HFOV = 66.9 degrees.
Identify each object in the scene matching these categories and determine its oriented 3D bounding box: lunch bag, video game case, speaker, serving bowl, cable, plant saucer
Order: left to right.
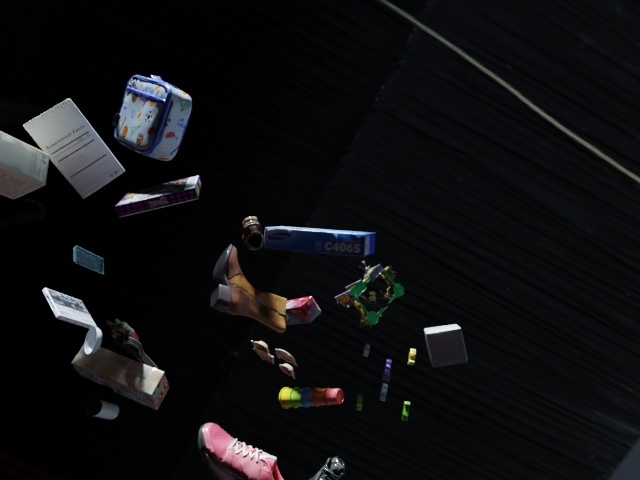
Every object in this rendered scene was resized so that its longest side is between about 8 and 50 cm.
[{"bbox_3d":[-1.012,0.278,1.957,0.022,0.173,0.190,-47,-32,-2],"label":"video game case"},{"bbox_3d":[-0.873,0.077,1.828,0.192,0.018,0.067,70,-170,-73],"label":"plant saucer"},{"bbox_3d":[-0.684,0.304,1.471,0.083,0.027,0.084,-19,62,40],"label":"serving bowl"},{"bbox_3d":[-0.744,0.580,1.660,0.136,0.055,0.055,82,-149,-65],"label":"speaker"},{"bbox_3d":[-0.632,0.379,1.705,0.072,0.139,0.287,-60,-39,-29],"label":"cable"},{"bbox_3d":[-0.535,-0.395,1.526,0.114,0.303,0.243,9,-75,-49],"label":"lunch bag"},{"bbox_3d":[-0.484,-0.139,1.481,0.210,0.231,0.042,-120,17,-70],"label":"video game case"}]

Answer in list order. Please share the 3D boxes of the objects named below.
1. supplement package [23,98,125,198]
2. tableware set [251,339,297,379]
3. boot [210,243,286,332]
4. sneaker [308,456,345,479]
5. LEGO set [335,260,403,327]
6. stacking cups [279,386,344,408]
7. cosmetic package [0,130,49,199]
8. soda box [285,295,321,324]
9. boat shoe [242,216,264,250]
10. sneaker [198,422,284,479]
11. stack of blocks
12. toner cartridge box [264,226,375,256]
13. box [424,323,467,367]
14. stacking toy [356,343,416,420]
[{"bbox_3d":[-0.860,-0.320,1.702,0.175,0.293,0.177,-39,25,-16],"label":"supplement package"},{"bbox_3d":[-0.138,0.352,1.456,0.020,0.168,0.141,-55,-28,-32],"label":"tableware set"},{"bbox_3d":[-0.228,0.162,1.681,0.096,0.280,0.264,-45,34,32],"label":"boot"},{"bbox_3d":[0.011,0.880,1.788,0.227,0.087,0.130,-22,-37,-45],"label":"sneaker"},{"bbox_3d":[0.234,0.277,2.424,0.331,0.255,0.192,-49,7,-30],"label":"LEGO set"},{"bbox_3d":[-0.036,0.699,2.151,0.316,0.096,0.096,-12,38,35],"label":"stacking cups"},{"bbox_3d":[-0.947,-0.236,1.343,0.309,0.160,0.113,35,-136,-57],"label":"cosmetic package"},{"bbox_3d":[-0.108,0.321,2.195,0.083,0.092,0.263,-37,10,-32],"label":"soda box"},{"bbox_3d":[-0.232,-0.005,1.683,0.073,0.073,0.207,-20,-22,-8],"label":"boat shoe"},{"bbox_3d":[-0.183,0.581,1.263,0.136,0.314,0.116,-43,-3,9],"label":"sneaker"},{"bbox_3d":[-0.692,0.474,1.694,0.171,0.297,0.087,106,-174,-54],"label":"stack of blocks"},{"bbox_3d":[0.000,0.000,1.646,0.165,0.347,0.075,-6,-80,-73],"label":"toner cartridge box"},{"bbox_3d":[0.358,0.301,1.396,0.087,0.101,0.101,16,-116,-81],"label":"box"},{"bbox_3d":[0.208,0.445,1.543,0.052,0.166,0.221,79,-159,-74],"label":"stacking toy"}]
